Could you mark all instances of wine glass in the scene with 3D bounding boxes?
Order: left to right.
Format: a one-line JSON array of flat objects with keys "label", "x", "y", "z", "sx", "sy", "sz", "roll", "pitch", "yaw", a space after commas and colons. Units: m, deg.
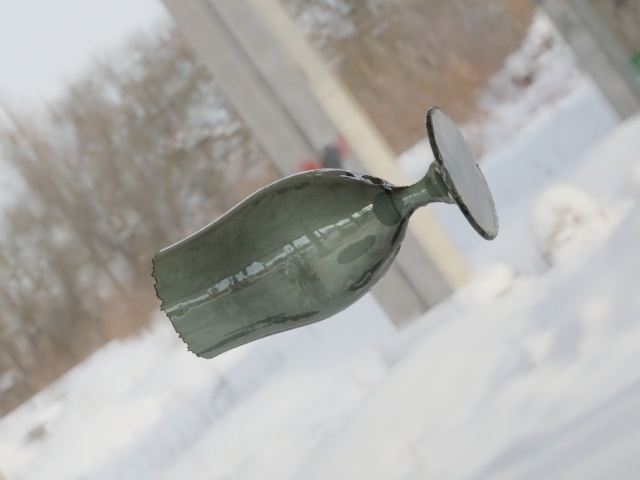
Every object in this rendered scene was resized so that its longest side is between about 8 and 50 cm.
[{"label": "wine glass", "x": 0.000, "y": 0.000, "z": 1.177, "sx": 0.202, "sy": 0.093, "sz": 0.093, "roll": -25, "pitch": 4, "yaw": 16}]
